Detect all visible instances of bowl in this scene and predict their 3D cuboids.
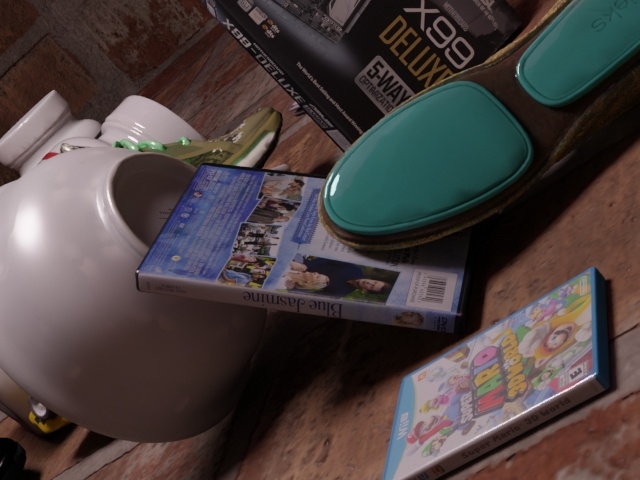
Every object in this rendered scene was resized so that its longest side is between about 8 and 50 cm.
[{"bbox_3d":[-0.155,0.017,1.037,0.134,0.298,0.298,-49,12,33],"label":"bowl"}]

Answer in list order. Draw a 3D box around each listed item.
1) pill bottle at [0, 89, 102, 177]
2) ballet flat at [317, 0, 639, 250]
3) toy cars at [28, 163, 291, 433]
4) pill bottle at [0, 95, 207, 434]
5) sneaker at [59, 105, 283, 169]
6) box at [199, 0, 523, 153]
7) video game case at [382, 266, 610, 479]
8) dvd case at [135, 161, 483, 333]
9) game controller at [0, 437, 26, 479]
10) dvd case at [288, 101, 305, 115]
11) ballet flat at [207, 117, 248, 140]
[{"bbox_3d":[-0.345,-0.080,1.767,0.162,0.278,0.162,-40,17,15],"label":"pill bottle"},{"bbox_3d":[0.158,-0.095,0.943,0.348,0.123,0.123,-38,17,2],"label":"ballet flat"},{"bbox_3d":[-0.155,0.082,1.270,0.394,0.087,0.176,-42,-14,-4],"label":"toy cars"},{"bbox_3d":[-0.306,0.021,1.492,0.407,0.229,0.229,-53,19,-18],"label":"pill bottle"},{"bbox_3d":[-0.204,-0.067,1.327,0.410,0.182,0.158,-41,-5,-36],"label":"sneaker"},{"bbox_3d":[0.035,-0.264,1.296,0.242,0.307,0.076,-46,13,-9],"label":"box"},{"bbox_3d":[0.113,0.092,0.765,0.166,0.015,0.119,-35,19,28],"label":"video game case"},{"bbox_3d":[0.000,0.000,0.949,0.253,0.022,0.180,7,33,9],"label":"dvd case"},{"bbox_3d":[-0.448,0.316,1.422,0.166,0.067,0.319,-53,18,-28],"label":"game controller"},{"bbox_3d":[0.057,-0.278,1.773,0.221,0.018,0.164,-50,18,-20],"label":"dvd case"},{"bbox_3d":[-0.146,-0.088,1.710,0.058,0.084,0.250,101,-166,-50],"label":"ballet flat"}]
